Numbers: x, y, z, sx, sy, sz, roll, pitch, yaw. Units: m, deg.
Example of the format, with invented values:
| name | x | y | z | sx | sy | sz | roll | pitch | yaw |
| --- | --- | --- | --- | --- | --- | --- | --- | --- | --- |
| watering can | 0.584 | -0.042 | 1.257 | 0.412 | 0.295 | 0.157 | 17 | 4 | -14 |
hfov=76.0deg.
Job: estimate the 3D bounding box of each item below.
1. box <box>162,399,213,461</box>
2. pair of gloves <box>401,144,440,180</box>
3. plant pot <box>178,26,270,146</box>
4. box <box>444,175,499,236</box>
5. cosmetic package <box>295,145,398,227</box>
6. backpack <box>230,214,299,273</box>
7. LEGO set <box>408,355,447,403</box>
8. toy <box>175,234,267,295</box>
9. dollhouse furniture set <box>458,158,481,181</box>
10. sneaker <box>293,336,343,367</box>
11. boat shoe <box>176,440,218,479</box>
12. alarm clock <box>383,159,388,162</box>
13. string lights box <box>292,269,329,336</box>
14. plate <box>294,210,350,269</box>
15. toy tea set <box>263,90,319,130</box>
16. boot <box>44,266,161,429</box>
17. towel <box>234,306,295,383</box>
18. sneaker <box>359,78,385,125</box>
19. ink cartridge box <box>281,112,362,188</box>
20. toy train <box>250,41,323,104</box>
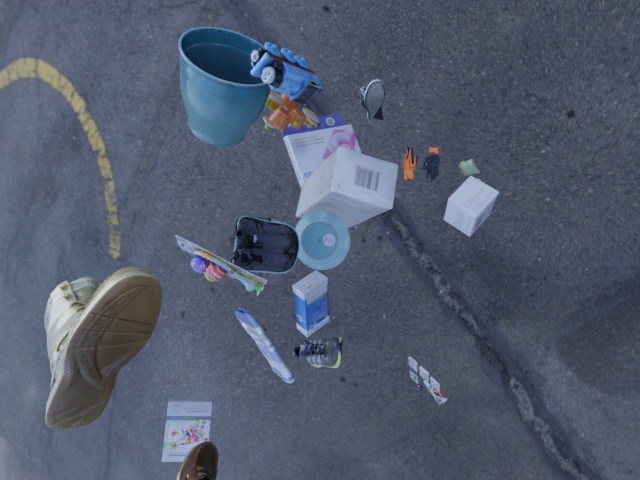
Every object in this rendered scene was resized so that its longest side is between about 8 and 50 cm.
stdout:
| name | x | y | z | sx | sy | sz | roll | pitch | yaw |
| --- | --- | --- | --- | --- | --- | --- | --- | --- | --- |
| box | -0.443 | 0.634 | 1.368 | 0.145 | 0.038 | 0.187 | 5 | 80 | -10 |
| pair of gloves | 0.211 | -0.163 | 0.864 | 0.083 | 0.010 | 0.074 | 1 | 93 | -4 |
| plant pot | -0.287 | -0.430 | 1.204 | 0.272 | 0.271 | 0.255 | 49 | 139 | 16 |
| box | 0.390 | -0.088 | 1.066 | 0.087 | 0.101 | 0.102 | 38 | 73 | 26 |
| cosmetic package | 0.076 | -0.161 | 1.407 | 0.385 | 0.217 | 0.156 | 161 | 121 | -68 |
| backpack | -0.157 | 0.014 | 1.208 | 0.188 | 0.144 | 0.166 | 7 | 91 | -5 |
| LEGO set | 0.487 | 0.640 | 1.863 | 0.182 | 0.060 | 0.244 | 38 | 154 | 42 |
| toy | -0.250 | 0.076 | 1.003 | 0.237 | 0.137 | 0.056 | 24 | 70 | -5 |
| dollhouse furniture set | 0.574 | -0.230 | 1.564 | 0.152 | 0.058 | 0.076 | 54 | 168 | -10 |
| sneaker | -0.011 | 0.419 | 1.532 | 0.300 | 0.121 | 0.111 | -41 | 38 | 55 |
| boat shoe | -0.182 | 0.376 | 0.615 | 0.060 | 0.178 | 0.064 | -39 | 104 | 13 |
| alarm clock | 0.216 | -0.263 | 1.727 | 0.192 | 0.064 | 0.129 | -46 | 61 | 11 |
| string lights box | -0.036 | 0.268 | 1.714 | 0.076 | 0.133 | 0.260 | 32 | 139 | 37 |
| plate | 0.000 | 0.000 | 1.288 | 0.188 | 0.024 | 0.188 | 1 | 93 | 14 |
| toy tea set | -0.150 | -0.487 | 1.606 | 0.200 | 0.336 | 0.124 | 46 | 117 | 5 |
| boot | -0.328 | 0.106 | 0.596 | 0.262 | 0.095 | 0.203 | -59 | 43 | 17 |
| towel | -0.197 | 0.357 | 1.407 | 0.285 | 0.034 | 0.209 | 59 | 159 | -8 |
| sneaker | 0.203 | -0.595 | 1.643 | 0.086 | 0.226 | 0.164 | -10 | 64 | 1 |
| ink cartridge box | 0.014 | -0.422 | 1.847 | 0.331 | 0.323 | 0.071 | 71 | 159 | 8 |
| toy train | -0.080 | -0.388 | 0.957 | 0.080 | 0.184 | 0.105 | -36 | 71 | 34 |
